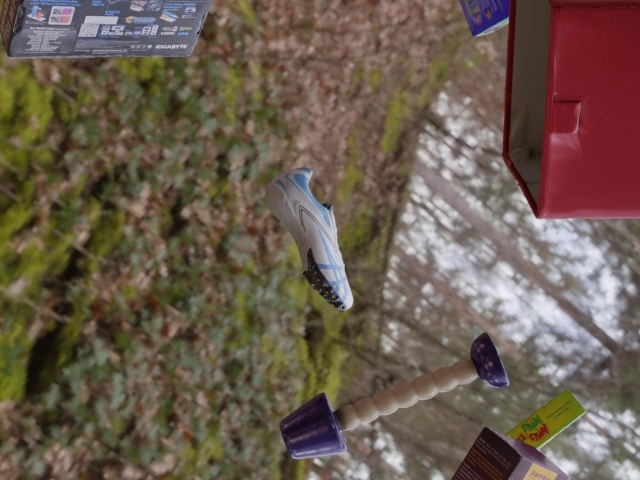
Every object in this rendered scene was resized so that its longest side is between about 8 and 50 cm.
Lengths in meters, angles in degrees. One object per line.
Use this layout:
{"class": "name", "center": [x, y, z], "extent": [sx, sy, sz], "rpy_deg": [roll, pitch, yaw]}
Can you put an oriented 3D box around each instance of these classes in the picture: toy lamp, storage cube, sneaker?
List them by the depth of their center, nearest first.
{"class": "storage cube", "center": [0.274, -0.137, 1.047], "extent": [0.183, 0.193, 0.215], "rpy_deg": [-94, -176, -68]}
{"class": "toy lamp", "center": [0.085, 0.190, 1.424], "extent": [0.275, 0.080, 0.080], "rpy_deg": [-23, -156, -1]}
{"class": "sneaker", "center": [0.000, 0.000, 1.782], "extent": [0.086, 0.237, 0.085], "rpy_deg": [-31, -162, -18]}

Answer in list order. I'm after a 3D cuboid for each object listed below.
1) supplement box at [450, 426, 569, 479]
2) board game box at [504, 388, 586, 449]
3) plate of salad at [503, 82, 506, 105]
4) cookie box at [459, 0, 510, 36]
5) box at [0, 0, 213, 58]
{"class": "supplement box", "center": [0.214, 0.344, 1.500], "extent": [0.188, 0.104, 0.081], "rpy_deg": [-59, -145, 5]}
{"class": "board game box", "center": [0.281, 0.286, 1.667], "extent": [0.181, 0.043, 0.092], "rpy_deg": [-31, 164, -22]}
{"class": "plate of salad", "center": [0.355, -0.180, 1.871], "extent": [0.048, 0.200, 0.199], "rpy_deg": [-21, -143, 40]}
{"class": "cookie box", "center": [0.255, -0.362, 1.752], "extent": [0.040, 0.091, 0.107], "rpy_deg": [-21, 180, -29]}
{"class": "box", "center": [-0.288, -0.383, 1.700], "extent": [0.293, 0.296, 0.073], "rpy_deg": [-60, -136, 48]}
